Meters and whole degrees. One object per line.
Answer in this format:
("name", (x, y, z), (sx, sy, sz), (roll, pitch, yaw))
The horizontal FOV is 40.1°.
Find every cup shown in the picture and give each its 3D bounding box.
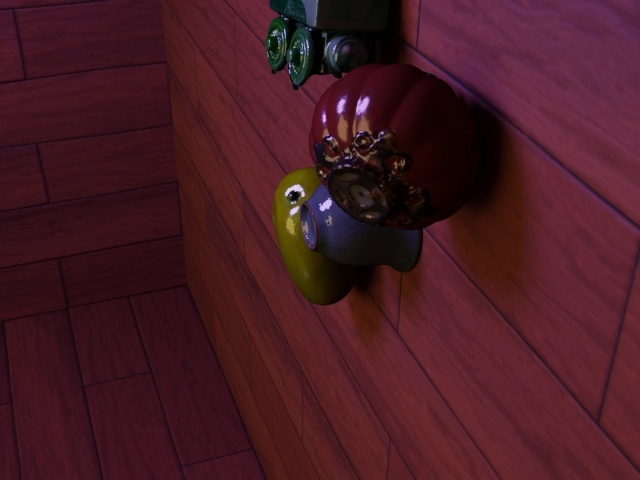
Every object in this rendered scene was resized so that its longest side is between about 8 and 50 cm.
("cup", (0.049, -0.035, 1.382), (0.199, 0.150, 0.199), (169, 90, -73))

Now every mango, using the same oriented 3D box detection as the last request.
("mango", (0.000, 0.001, 1.551), (0.185, 0.149, 0.273), (-95, -5, -65))

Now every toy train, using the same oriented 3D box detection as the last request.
("toy train", (0.006, -0.335, 1.322), (0.266, 0.145, 0.202), (-136, 48, -61))

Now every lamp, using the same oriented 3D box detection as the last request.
("lamp", (0.096, -0.121, 1.108), (0.227, 0.227, 0.227), (169, 90, -73))
